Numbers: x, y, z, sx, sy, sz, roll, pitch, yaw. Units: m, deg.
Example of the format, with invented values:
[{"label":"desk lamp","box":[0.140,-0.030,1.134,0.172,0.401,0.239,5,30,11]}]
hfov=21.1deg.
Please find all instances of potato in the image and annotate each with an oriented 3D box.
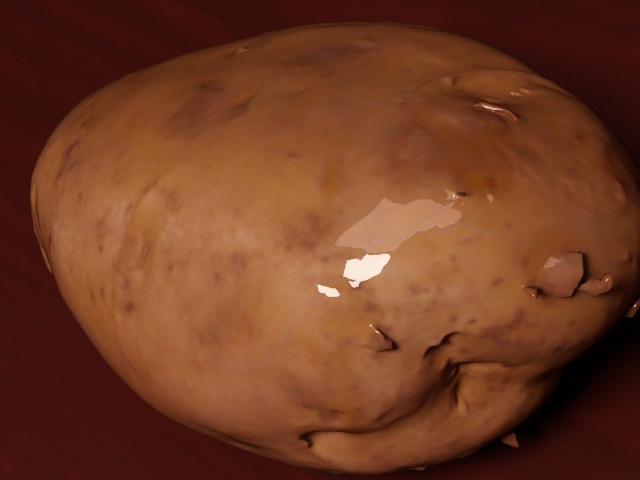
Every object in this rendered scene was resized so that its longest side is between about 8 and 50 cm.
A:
[{"label":"potato","box":[-0.003,0.003,0.556,0.234,0.128,0.161,-2,34,28]}]
